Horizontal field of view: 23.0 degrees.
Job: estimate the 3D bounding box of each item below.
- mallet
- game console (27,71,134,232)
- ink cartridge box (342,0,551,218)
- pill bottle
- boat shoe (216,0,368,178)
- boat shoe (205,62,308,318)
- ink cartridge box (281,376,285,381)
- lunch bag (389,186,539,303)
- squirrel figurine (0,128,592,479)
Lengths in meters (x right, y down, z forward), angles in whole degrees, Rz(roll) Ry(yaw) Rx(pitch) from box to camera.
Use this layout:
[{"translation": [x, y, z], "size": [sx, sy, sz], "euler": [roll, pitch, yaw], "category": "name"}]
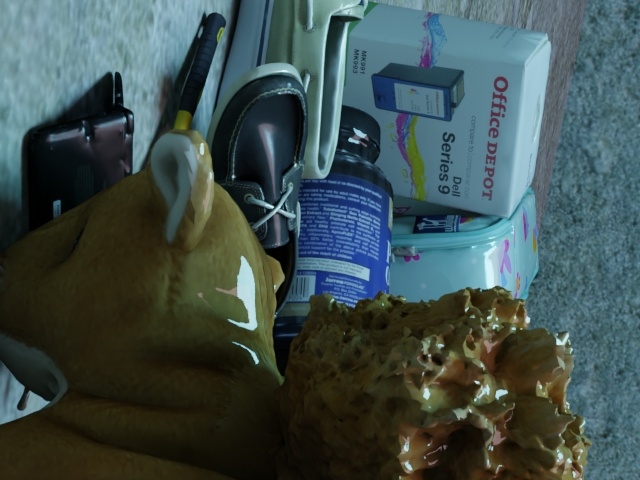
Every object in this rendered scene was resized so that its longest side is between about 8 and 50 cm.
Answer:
[{"translation": [-0.100, -0.088, 1.121], "size": [0.062, 0.039, 0.190], "euler": [78, 24, -68], "category": "mallet"}, {"translation": [-0.154, -0.034, 1.005], "size": [0.107, 0.071, 0.122], "euler": [-19, 124, -37], "category": "game console"}, {"translation": [0.091, -0.123, 1.428], "size": [0.093, 0.212, 0.154], "euler": [-53, 151, -57], "category": "ink cartridge box"}, {"translation": [0.000, 0.000, 1.337], "size": [0.123, 0.123, 0.219], "euler": [67, 25, -65], "category": "pill bottle"}, {"translation": [-0.008, -0.194, 1.247], "size": [0.109, 0.094, 0.302], "euler": [-9, 111, -74], "category": "boat shoe"}, {"translation": [-0.041, -0.033, 1.177], "size": [0.084, 0.079, 0.233], "euler": [-14, 140, -24], "category": "boat shoe"}, {"translation": [-0.007, 0.155, 1.494], "size": [0.109, 0.062, 0.209], "euler": [-41, 154, -11], "category": "ink cartridge box"}, {"translation": [0.091, 0.010, 1.524], "size": [0.279, 0.224, 0.108], "euler": [-36, 124, -70], "category": "lunch bag"}, {"translation": [-0.043, 0.133, 0.852], "size": [0.281, 0.397, 0.370], "euler": [58, 32, -55], "category": "squirrel figurine"}]
